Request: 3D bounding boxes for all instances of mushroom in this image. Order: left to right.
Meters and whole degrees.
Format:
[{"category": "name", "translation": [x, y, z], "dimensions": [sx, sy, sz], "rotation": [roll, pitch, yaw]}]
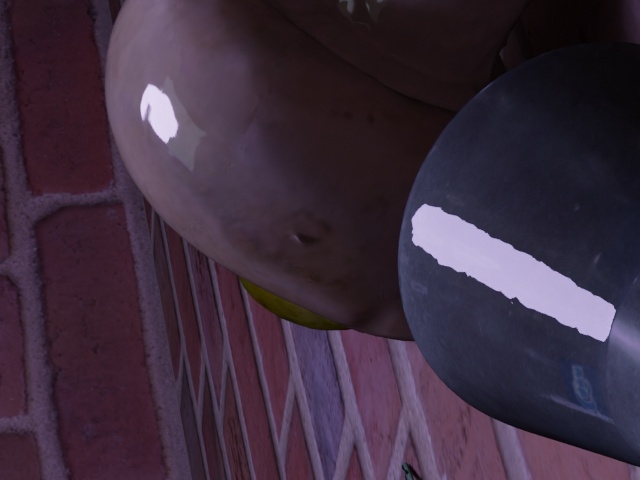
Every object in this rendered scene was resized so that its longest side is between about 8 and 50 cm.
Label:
[{"category": "mushroom", "translation": [0.043, -0.102, 1.061], "dimensions": [0.290, 0.292, 0.292], "rotation": [-58, 23, 15]}]

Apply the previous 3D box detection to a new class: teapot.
[{"category": "teapot", "translation": [0.147, 0.037, 0.741], "dimensions": [0.203, 0.171, 0.225], "rotation": [54, 176, -26]}]

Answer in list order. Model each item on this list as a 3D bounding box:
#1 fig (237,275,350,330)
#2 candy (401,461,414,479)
[{"category": "fig", "translation": [0.000, 0.000, 1.523], "dimensions": [0.166, 0.144, 0.154], "rotation": [62, 145, 29]}, {"category": "candy", "translation": [0.077, 0.202, 1.503], "dimensions": [0.185, 0.049, 0.056], "rotation": [-108, 21, -80]}]
